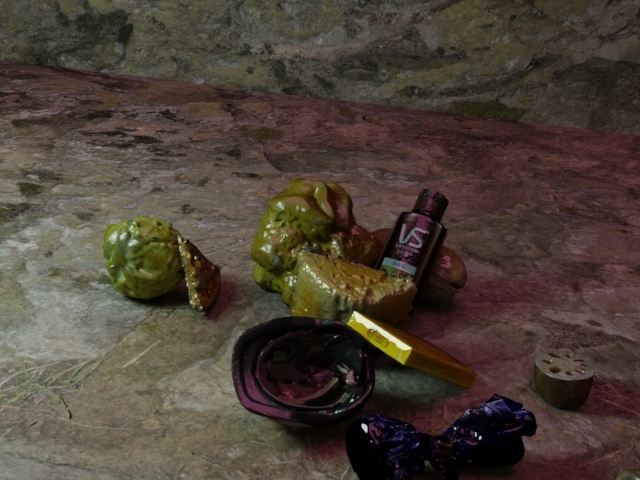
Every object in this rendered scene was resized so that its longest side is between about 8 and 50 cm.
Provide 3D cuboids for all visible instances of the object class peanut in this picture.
[{"bbox_3d":[0.220,0.054,1.844,0.313,0.149,0.149,21,28,35],"label":"peanut"}]

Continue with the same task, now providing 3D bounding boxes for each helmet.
[{"bbox_3d":[-0.029,0.243,1.349,0.253,0.154,0.198,-6,65,-7],"label":"helmet"}]

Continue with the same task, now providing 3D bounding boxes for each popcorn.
[{"bbox_3d":[-0.398,0.029,1.674,0.213,0.197,0.198,16,25,36],"label":"popcorn"}]

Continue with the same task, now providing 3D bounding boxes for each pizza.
[{"bbox_3d":[-0.266,0.059,1.668,0.036,0.176,0.184,-16,12,12],"label":"pizza"}]

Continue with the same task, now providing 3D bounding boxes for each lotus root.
[{"bbox_3d":[0.479,0.273,1.500,0.112,0.081,0.122,12,26,14],"label":"lotus root"}]

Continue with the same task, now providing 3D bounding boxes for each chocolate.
[{"bbox_3d":[0.214,0.342,1.254,0.343,0.126,0.148,-1,65,-23],"label":"chocolate"}]

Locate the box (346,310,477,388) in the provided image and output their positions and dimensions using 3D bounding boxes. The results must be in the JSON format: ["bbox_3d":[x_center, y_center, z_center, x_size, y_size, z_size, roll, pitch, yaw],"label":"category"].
[{"bbox_3d":[0.181,0.212,1.444,0.152,0.043,0.269,32,4,40],"label":"box"}]

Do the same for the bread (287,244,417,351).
[{"bbox_3d":[0.054,0.146,1.536,0.262,0.204,0.162,14,37,6],"label":"bread"}]

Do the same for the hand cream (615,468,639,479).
[{"bbox_3d":[0.583,0.415,1.238,0.203,0.084,0.084,4,24,-23],"label":"hand cream"}]

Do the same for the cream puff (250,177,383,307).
[{"bbox_3d":[0.003,-0.008,1.758,0.270,0.274,0.323,10,26,26],"label":"cream puff"}]

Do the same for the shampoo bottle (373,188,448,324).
[{"bbox_3d":[0.203,0.033,1.717,0.129,0.084,0.323,20,68,20],"label":"shampoo bottle"}]
